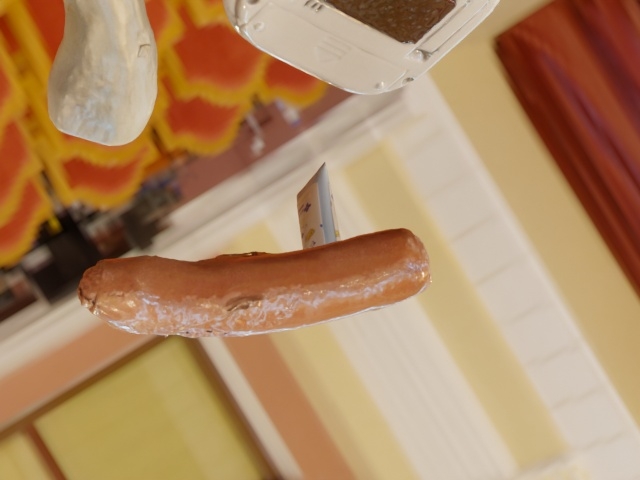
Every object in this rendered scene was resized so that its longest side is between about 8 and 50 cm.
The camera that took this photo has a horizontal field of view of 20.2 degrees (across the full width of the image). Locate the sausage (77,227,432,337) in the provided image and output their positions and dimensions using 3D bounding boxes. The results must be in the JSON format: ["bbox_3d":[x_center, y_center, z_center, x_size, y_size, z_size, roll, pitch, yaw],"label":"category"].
[{"bbox_3d":[-0.059,0.044,1.663,0.326,0.087,0.079,-7,-153,-8],"label":"sausage"}]

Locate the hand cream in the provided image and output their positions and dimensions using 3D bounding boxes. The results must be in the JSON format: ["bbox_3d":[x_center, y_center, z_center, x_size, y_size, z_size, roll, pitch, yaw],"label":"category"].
[{"bbox_3d":[0.000,0.000,1.956,0.043,0.171,0.065,12,141,-30],"label":"hand cream"}]

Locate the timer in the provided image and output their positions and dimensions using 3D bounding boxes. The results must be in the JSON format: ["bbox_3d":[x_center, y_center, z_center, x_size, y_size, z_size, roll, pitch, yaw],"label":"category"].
[{"bbox_3d":[0.045,-0.254,1.770,0.262,0.087,0.237,22,132,-37],"label":"timer"}]

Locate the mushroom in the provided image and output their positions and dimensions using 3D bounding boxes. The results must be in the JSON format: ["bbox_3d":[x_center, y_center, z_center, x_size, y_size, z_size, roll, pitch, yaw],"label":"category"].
[{"bbox_3d":[-0.179,-0.178,1.421,0.092,0.223,0.081,11,-138,19],"label":"mushroom"}]
